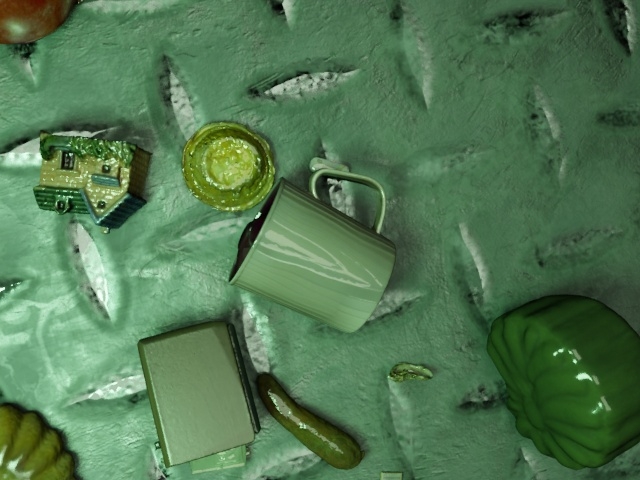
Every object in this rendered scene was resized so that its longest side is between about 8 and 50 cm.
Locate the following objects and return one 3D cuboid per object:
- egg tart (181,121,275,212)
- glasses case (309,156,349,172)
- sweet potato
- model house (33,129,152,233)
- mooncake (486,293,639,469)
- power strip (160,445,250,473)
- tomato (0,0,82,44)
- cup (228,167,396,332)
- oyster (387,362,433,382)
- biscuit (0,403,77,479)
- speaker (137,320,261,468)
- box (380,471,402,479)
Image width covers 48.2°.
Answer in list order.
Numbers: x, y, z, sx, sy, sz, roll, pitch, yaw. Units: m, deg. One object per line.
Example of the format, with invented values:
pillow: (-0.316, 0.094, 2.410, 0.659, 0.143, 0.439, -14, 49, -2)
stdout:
egg tart: (-0.180, -0.147, 1.409, 0.191, 0.074, 0.191, 0, 90, -9)
glasses case: (0.018, -0.147, 1.474, 0.083, 0.021, 0.032, 15, 89, -11)
sweet potato: (-0.028, 0.371, 1.439, 0.273, 0.075, 0.075, 38, 82, -5)
model house: (-0.422, -0.101, 1.317, 0.183, 0.166, 0.172, 9, 91, 0)
mooncake: (0.491, 0.281, 1.424, 0.188, 0.351, 0.351, -21, 94, -23)
power strip: (-0.225, 0.416, 1.408, 0.175, 0.042, 0.075, -6, 92, -12)
tomato: (-0.554, -0.523, 1.255, 0.290, 0.176, 0.334, 36, 66, -13)
cup: (-0.007, 0.008, 1.387, 0.273, 0.208, 0.288, 27, 61, -10)
oyster: (0.185, 0.287, 1.484, 0.083, 0.081, 0.038, 19, 111, 21)
biscuit: (-0.596, 0.455, 1.270, 0.326, 0.107, 0.325, 5, 76, -22)
speaker: (-0.229, 0.281, 1.332, 0.193, 0.153, 0.230, -14, 79, -11)
box: (0.146, 0.527, 1.499, 0.046, 0.012, 0.083, 4, 87, -13)
